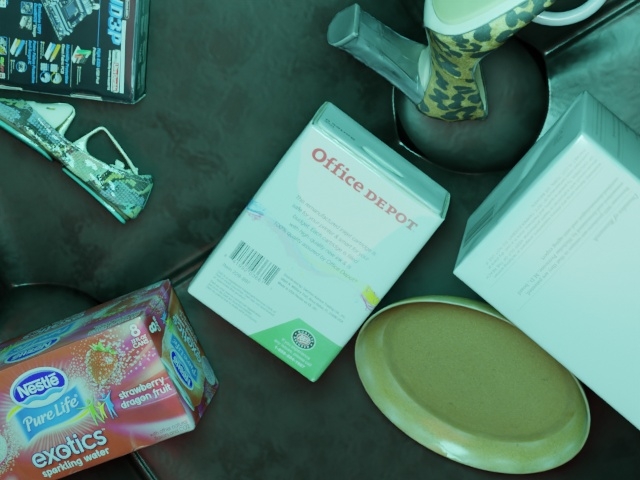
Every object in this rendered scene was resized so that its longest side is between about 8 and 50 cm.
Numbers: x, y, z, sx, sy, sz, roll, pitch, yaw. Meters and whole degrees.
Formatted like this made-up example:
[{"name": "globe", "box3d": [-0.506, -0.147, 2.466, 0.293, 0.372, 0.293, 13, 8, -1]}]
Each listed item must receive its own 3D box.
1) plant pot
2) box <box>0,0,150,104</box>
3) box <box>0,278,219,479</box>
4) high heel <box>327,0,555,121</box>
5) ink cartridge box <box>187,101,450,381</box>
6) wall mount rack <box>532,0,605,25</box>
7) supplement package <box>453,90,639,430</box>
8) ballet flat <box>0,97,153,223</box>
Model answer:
[{"name": "plant pot", "box3d": [0.147, 0.132, 1.729, 0.236, 0.032, 0.236, 18, 140, 16]}, {"name": "box", "box3d": [-0.248, -0.247, 1.712, 0.175, 0.051, 0.220, 7, 108, 7]}, {"name": "box", "box3d": [-0.247, 0.152, 1.800, 0.256, 0.122, 0.128, -21, 102, 15]}, {"name": "high heel", "box3d": [0.157, -0.173, 1.586, 0.186, 0.093, 0.261, 28, 154, -37]}, {"name": "ink cartridge box", "box3d": [0.000, 0.000, 1.728, 0.154, 0.093, 0.212, 36, 111, -4]}, {"name": "wall mount rack", "box3d": [0.177, -0.356, 1.567, 0.304, 0.130, 0.350, 11, 108, 6]}, {"name": "supplement package", "box3d": [0.290, 0.037, 1.647, 0.293, 0.177, 0.175, 40, 109, -4]}, {"name": "ballet flat", "box3d": [-0.242, -0.094, 1.762, 0.188, 0.070, 0.070, 38, 109, -6]}]
